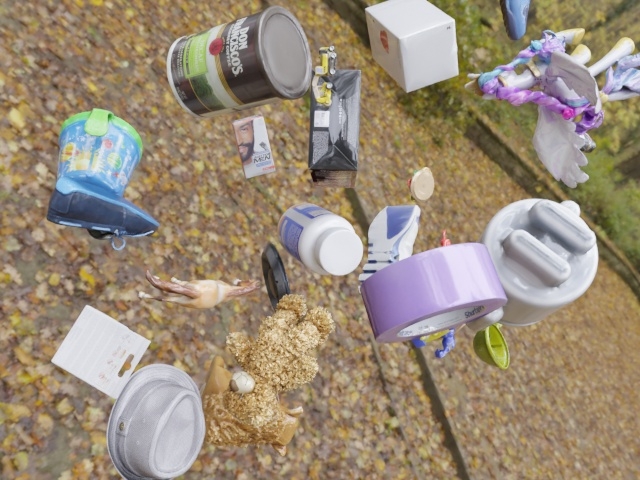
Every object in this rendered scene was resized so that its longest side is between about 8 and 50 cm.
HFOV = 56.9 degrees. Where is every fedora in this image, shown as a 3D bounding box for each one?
[{"bbox_3d":[-0.346,0.423,1.340,0.243,0.124,0.276,37,60,-37],"label":"fedora"}]

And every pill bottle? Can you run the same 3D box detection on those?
[{"bbox_3d":[0.000,0.000,1.492,0.152,0.152,0.272,42,-4,-26],"label":"pill bottle"}]

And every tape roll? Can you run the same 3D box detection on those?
[{"bbox_3d":[0.155,0.077,0.824,0.189,0.189,0.080,13,56,-54],"label":"tape roll"}]

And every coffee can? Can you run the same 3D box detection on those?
[{"bbox_3d":[-0.187,-0.403,1.369,0.201,0.275,0.202,10,78,-57],"label":"coffee can"}]

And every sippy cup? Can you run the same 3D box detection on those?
[{"bbox_3d":[-0.636,-0.204,1.668,0.305,0.240,0.224,63,17,-49],"label":"sippy cup"}]

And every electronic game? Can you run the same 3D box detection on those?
[{"bbox_3d":[-0.120,0.119,1.671,0.048,0.229,0.229,-13,63,-15],"label":"electronic game"}]

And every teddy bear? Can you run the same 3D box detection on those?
[{"bbox_3d":[-0.113,0.272,1.412,0.245,0.338,0.113,46,-14,28],"label":"teddy bear"}]

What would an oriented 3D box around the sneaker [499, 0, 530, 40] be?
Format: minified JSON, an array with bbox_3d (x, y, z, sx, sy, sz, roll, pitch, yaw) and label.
[{"bbox_3d":[0.233,-0.300,0.663,0.053,0.059,0.144,-66,155,-70],"label":"sneaker"}]

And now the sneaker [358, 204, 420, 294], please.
[{"bbox_3d":[0.213,0.065,1.708,0.182,0.127,0.316,49,53,-47],"label":"sneaker"}]

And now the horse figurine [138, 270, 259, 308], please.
[{"bbox_3d":[-0.254,0.103,1.217,0.263,0.174,0.066,17,80,-73],"label":"horse figurine"}]

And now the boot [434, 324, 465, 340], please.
[{"bbox_3d":[0.338,0.190,1.591,0.109,0.220,0.283,30,59,9],"label":"boot"}]

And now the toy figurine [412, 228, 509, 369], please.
[{"bbox_3d":[0.277,0.177,1.398,0.362,0.217,0.191,51,27,-32],"label":"toy figurine"}]

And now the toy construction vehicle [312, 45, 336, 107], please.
[{"bbox_3d":[0.004,-0.266,0.944,0.086,0.035,0.098,-110,-156,-81],"label":"toy construction vehicle"}]

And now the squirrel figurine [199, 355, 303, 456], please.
[{"bbox_3d":[-0.246,0.616,2.019,0.370,0.281,0.397,27,-7,-12],"label":"squirrel figurine"}]

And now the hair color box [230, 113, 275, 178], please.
[{"bbox_3d":[-0.197,-0.276,1.731,0.053,0.093,0.167,-126,-158,-64],"label":"hair color box"}]

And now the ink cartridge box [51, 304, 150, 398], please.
[{"bbox_3d":[-0.602,0.310,1.639,0.224,0.181,0.056,26,-15,10],"label":"ink cartridge box"}]

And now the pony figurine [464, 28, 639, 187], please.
[{"bbox_3d":[0.563,-0.345,1.356,0.351,0.363,0.303,56,-17,39],"label":"pony figurine"}]

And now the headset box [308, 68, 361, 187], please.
[{"bbox_3d":[0.034,-0.245,1.377,0.293,0.110,0.218,66,27,-86],"label":"headset box"}]

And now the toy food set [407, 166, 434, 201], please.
[{"bbox_3d":[0.250,-0.137,1.466,0.082,0.020,0.083,-22,111,-31],"label":"toy food set"}]

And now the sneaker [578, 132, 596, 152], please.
[{"bbox_3d":[0.656,-0.267,1.550,0.077,0.072,0.178,19,29,-15],"label":"sneaker"}]

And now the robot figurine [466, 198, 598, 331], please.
[{"bbox_3d":[0.387,0.049,1.121,0.200,0.300,0.353,43,-13,15],"label":"robot figurine"}]

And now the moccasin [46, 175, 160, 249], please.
[{"bbox_3d":[-0.535,-0.060,1.441,0.137,0.117,0.342,32,0,28],"label":"moccasin"}]

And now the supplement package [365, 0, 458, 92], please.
[{"bbox_3d":[0.275,-0.612,1.808,0.293,0.175,0.178,-116,-172,-50],"label":"supplement package"}]
